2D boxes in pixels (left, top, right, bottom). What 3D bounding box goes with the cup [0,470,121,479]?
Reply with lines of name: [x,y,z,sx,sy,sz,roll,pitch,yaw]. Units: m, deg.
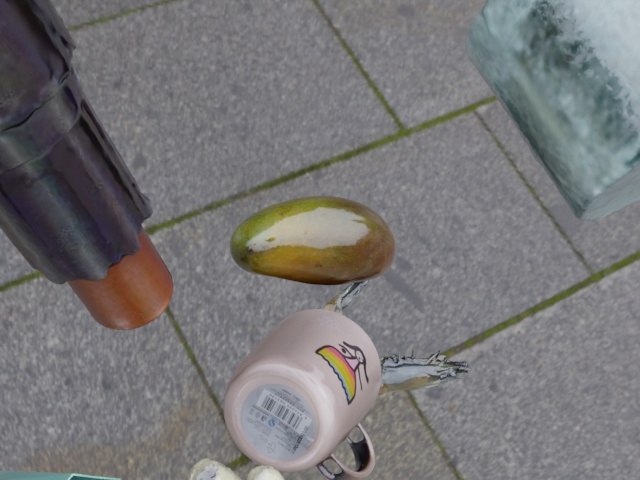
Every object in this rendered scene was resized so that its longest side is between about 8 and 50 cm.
cup: [-0.370,0.369,1.181,0.134,0.235,0.148,-16,95,-49]

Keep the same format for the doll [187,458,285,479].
doll: [-0.107,0.365,1.128,0.175,0.278,0.149,-33,44,2]

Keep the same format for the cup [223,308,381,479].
cup: [-0.012,0.245,1.299,0.253,0.191,0.200,58,22,-2]

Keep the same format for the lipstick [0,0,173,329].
lipstick: [-0.138,-0.061,0.383,0.081,0.300,0.081,-8,48,10]

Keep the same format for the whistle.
whistle: [0.274,-0.170,0.634,0.188,0.404,0.168,-12,67,-49]

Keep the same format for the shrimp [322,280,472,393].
shrimp: [0.120,0.152,1.473,0.261,0.051,0.198,-1,86,-6]

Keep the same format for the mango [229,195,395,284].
mango: [0.000,0.000,1.133,0.267,0.133,0.111,4,82,-44]
